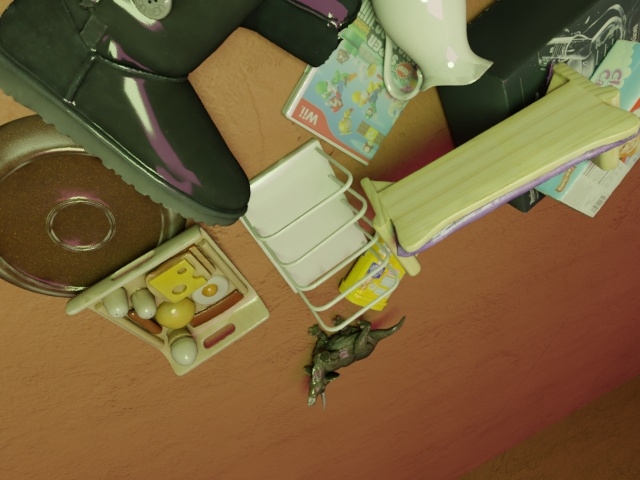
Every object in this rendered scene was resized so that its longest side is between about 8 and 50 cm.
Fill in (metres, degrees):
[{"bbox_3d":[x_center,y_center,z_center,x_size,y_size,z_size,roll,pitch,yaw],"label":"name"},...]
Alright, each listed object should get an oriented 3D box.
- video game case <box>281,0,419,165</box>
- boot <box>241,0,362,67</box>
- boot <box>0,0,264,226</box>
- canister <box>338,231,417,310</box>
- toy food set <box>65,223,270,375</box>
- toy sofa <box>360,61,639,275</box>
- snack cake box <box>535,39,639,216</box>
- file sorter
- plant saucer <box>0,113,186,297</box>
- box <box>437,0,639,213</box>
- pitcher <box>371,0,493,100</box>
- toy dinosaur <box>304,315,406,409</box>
[{"bbox_3d":[0.086,-0.293,0.715,0.204,0.025,0.285,22,108,-38],"label":"video game case"},{"bbox_3d":[-0.033,-0.377,0.545,0.207,0.094,0.246,9,121,-30],"label":"boot"},{"bbox_3d":[-0.102,-0.256,0.479,0.445,0.146,0.367,-42,126,18],"label":"boot"},{"bbox_3d":[0.135,0.065,0.944,0.126,0.073,0.169,21,106,-37],"label":"canister"},{"bbox_3d":[-0.235,0.122,0.726,0.220,0.092,0.306,-33,145,-6],"label":"toy food set"},{"bbox_3d":[0.261,-0.083,0.635,0.363,0.177,0.150,-30,136,12],"label":"toy sofa"},{"bbox_3d":[0.496,-0.184,0.731,0.152,0.089,0.264,13,114,-37],"label":"snack cake box"},{"bbox_3d":[0.000,0.000,0.760,0.193,0.173,0.277,-36,130,-6],"label":"file sorter"},{"bbox_3d":[-0.356,-0.030,0.622,0.311,0.050,0.310,-14,125,-21],"label":"plant saucer"},{"bbox_3d":[0.420,-0.285,0.793,0.313,0.179,0.343,-40,135,0],"label":"box"},{"bbox_3d":[0.140,-0.324,0.632,0.125,0.178,0.207,-49,117,-35],"label":"pitcher"},{"bbox_3d":[0.063,0.260,1.023,0.314,0.121,0.160,-35,143,-11],"label":"toy dinosaur"}]
